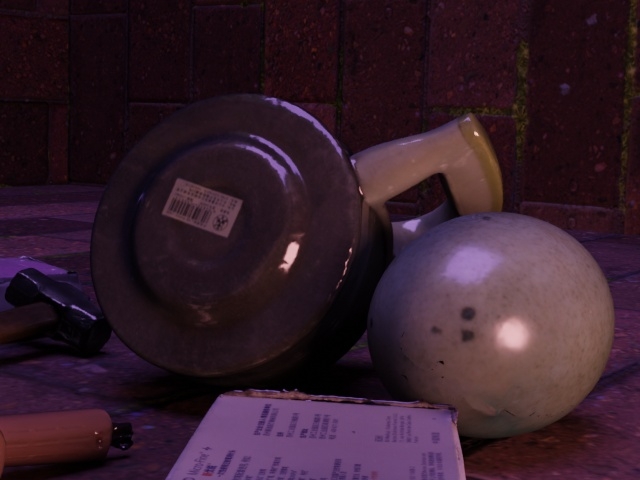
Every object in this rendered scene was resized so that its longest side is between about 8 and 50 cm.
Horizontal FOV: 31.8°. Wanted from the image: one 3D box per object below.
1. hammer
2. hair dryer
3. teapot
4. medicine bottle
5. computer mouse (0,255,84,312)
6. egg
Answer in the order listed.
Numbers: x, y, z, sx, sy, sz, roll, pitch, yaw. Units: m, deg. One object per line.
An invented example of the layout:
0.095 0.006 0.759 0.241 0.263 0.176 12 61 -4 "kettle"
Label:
-0.343 0.091 0.968 0.111 0.043 0.365 29 23 26 "hammer"
-0.200 0.128 0.716 0.182 0.064 0.117 7 0 -43 "hair dryer"
-0.018 -0.011 0.987 0.239 0.321 0.239 42 2 27 "teapot"
0.000 0.138 0.663 0.171 0.052 0.201 2 7 3 "medicine bottle"
-0.394 0.061 1.146 0.158 0.071 0.310 11 9 43 "computer mouse"
0.131 0.063 0.847 0.169 0.169 0.236 7 6 37 "egg"
